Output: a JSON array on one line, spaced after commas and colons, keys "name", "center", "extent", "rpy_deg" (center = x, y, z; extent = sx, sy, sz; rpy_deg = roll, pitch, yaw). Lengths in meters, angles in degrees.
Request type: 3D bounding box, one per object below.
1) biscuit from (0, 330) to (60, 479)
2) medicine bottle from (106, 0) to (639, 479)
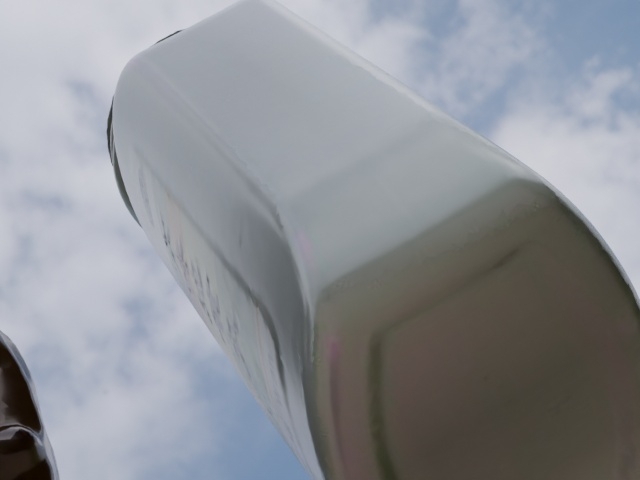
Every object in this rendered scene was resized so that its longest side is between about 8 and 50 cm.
[{"name": "biscuit", "center": [-0.239, 0.139, 0.542], "extent": [0.268, 0.366, 0.115], "rpy_deg": [1, -32, -1]}, {"name": "medicine bottle", "center": [0.000, 0.000, 0.541], "extent": [0.124, 0.324, 0.179], "rpy_deg": [-30, -59, -7]}]
